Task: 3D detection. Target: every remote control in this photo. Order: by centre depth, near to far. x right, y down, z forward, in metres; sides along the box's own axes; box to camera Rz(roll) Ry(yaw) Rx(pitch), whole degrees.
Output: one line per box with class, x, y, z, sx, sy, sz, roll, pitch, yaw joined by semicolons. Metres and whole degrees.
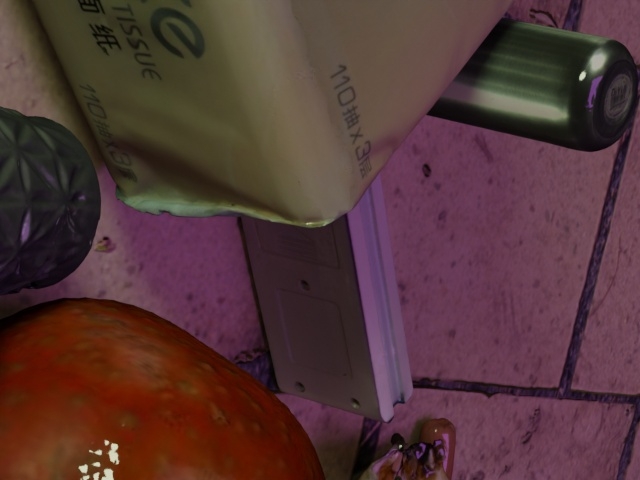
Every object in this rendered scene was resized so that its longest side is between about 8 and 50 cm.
remote control;0.000;0.000;1.221;0.055;0.103;0.277;-40;132;-40

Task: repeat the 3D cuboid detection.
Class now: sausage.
sausage;0.100;0.198;1.483;0.034;0.034;0.083;-5;104;-52

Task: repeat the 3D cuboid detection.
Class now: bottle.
bottle;0.094;-0.117;1.177;0.096;0.254;0.079;-57;141;-20

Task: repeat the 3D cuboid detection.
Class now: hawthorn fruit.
hawthorn fruit;-0.127;0.172;0.975;0.275;0.300;0.275;-6;101;-29

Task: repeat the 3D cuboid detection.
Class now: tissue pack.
tissue pack;-0.035;-0.262;0.999;0.331;0.205;0.405;-52;139;-34

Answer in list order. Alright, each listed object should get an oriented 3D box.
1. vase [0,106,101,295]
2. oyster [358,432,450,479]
vase;-0.239;-0.010;0.863;0.301;0.156;0.251;-2;64;-59
oyster;0.050;0.321;1.413;0.201;0.107;0.354;-31;120;-62
